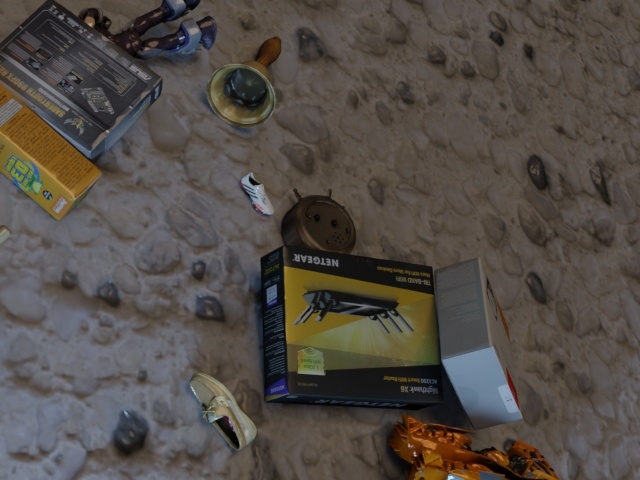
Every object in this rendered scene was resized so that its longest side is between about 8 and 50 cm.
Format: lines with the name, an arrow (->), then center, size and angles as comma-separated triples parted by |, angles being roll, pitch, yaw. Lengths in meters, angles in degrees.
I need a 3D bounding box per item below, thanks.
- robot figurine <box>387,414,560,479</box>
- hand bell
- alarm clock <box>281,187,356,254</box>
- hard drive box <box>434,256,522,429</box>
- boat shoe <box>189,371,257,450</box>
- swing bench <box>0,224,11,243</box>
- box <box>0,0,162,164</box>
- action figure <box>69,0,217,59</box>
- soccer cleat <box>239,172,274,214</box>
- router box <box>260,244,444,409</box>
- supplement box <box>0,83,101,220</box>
robot figurine -> 0.265, 0.374, 1.721 | 0.291, 0.085, 0.211 | 15, 16, -17
hand bell -> -0.114, -0.321, 1.946 | 0.126, 0.126, 0.242 | 36, 36, -12
alarm clock -> 0.000, 0.000, 1.842 | 0.129, 0.064, 0.192 | 18, 57, -26
hard drive box -> 0.268, 0.175, 1.807 | 0.232, 0.089, 0.181 | -87, 155, -51
boat shoe -> -0.151, 0.257, 1.582 | 0.135, 0.050, 0.045 | 47, 42, -2
swing bench -> -0.593, -0.007, 1.361 | 0.253, 0.165, 0.255 | 49, 52, -1
box -> -0.394, -0.250, 1.660 | 0.231, 0.056, 0.183 | 35, 63, 3
action figure -> -0.316, -0.337, 1.801 | 0.285, 0.099, 0.185 | -28, 88, -28
soccer cleat -> -0.107, -0.081, 1.830 | 0.029, 0.035, 0.083 | -34, 85, -43
router box -> 0.053, 0.150, 1.746 | 0.309, 0.081, 0.243 | 8, 69, -32
supplement box -> -0.450, -0.141, 1.597 | 0.233, 0.078, 0.080 | 40, 48, -8
